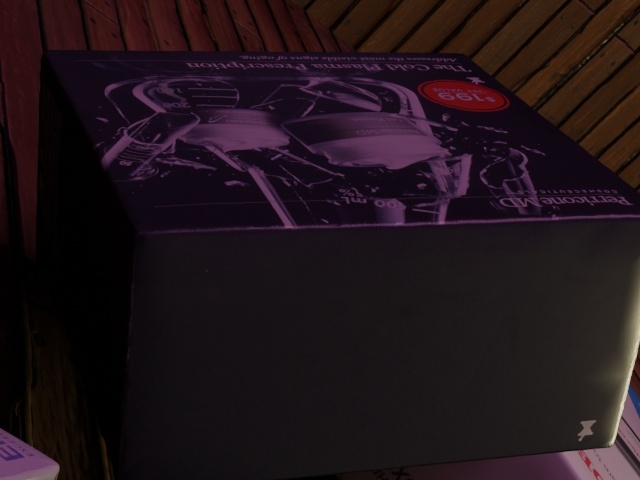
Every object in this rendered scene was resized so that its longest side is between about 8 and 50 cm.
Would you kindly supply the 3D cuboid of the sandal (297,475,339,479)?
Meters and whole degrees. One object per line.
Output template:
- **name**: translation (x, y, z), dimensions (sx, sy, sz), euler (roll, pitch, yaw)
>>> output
- **sandal**: translation (0.006, 0.178, 1.152), dimensions (0.067, 0.040, 0.179), euler (21, 29, -53)

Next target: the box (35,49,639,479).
- **box**: translation (0.000, 0.000, 0.977), dimensions (0.343, 0.178, 0.312), euler (-3, 28, -21)

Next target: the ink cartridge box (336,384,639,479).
- **ink cartridge box**: translation (0.188, 0.205, 1.236), dimensions (0.285, 0.166, 0.395), euler (54, 17, -3)

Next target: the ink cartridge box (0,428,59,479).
- **ink cartridge box**: translation (-0.264, 0.079, 0.617), dimensions (0.223, 0.045, 0.224), euler (25, 10, 22)
